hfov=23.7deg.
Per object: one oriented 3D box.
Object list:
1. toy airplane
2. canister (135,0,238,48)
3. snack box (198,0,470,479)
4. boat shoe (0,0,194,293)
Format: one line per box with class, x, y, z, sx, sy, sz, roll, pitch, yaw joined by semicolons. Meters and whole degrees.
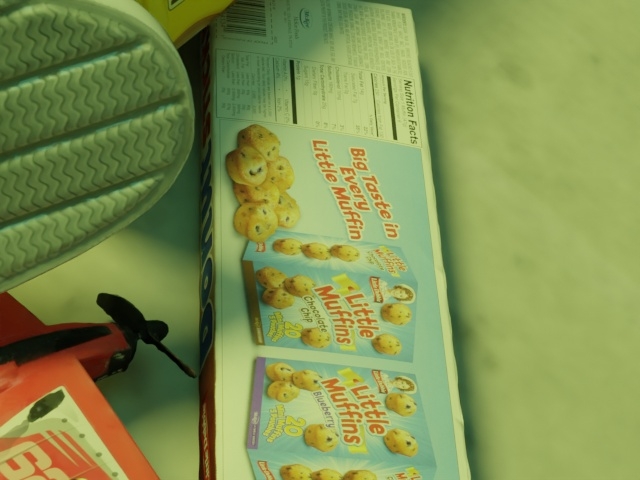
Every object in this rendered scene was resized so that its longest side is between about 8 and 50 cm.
toy airplane;-0.095;0.045;0.333;0.151;0.028;0.151;7;36;-5
canister;-0.058;-0.110;0.433;0.126;0.073;0.170;22;44;23
snack box;0.000;0.000;0.413;0.064;0.022;0.178;8;51;-14
boat shoe;-0.143;-0.024;0.324;0.226;0.083;0.076;-11;29;-18
